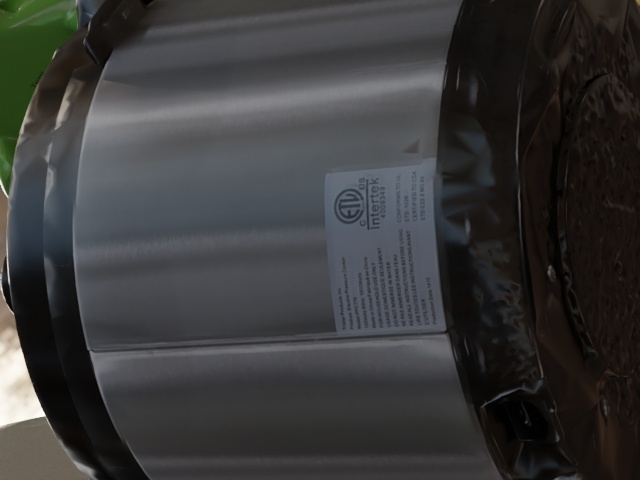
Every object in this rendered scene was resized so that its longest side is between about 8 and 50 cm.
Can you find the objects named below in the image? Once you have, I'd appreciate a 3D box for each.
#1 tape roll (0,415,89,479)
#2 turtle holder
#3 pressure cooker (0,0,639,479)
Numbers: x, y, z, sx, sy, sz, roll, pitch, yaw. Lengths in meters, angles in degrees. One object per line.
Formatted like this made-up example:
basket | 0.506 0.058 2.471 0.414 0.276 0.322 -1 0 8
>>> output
tape roll | -0.237 0.356 1.773 0.392 0.392 0.072 49 147 -17
turtle holder | -0.224 -0.156 1.706 0.227 0.320 0.243 -117 30 -51
pressure cooker | -0.003 -0.001 1.233 0.420 0.370 0.375 -5 142 26
